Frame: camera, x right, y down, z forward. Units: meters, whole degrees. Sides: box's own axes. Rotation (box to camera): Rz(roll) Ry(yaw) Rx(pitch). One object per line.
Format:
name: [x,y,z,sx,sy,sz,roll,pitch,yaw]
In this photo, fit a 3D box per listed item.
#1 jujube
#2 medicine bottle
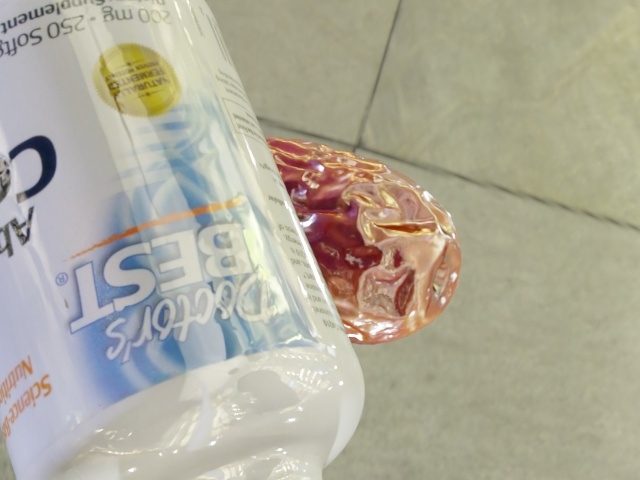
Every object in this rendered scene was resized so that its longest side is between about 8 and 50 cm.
jujube: [0.000,0.000,1.271,0.250,0.174,0.174,22,52,28]
medicine bottle: [-0.077,0.030,0.650,0.157,0.157,0.288,-15,66,-20]
